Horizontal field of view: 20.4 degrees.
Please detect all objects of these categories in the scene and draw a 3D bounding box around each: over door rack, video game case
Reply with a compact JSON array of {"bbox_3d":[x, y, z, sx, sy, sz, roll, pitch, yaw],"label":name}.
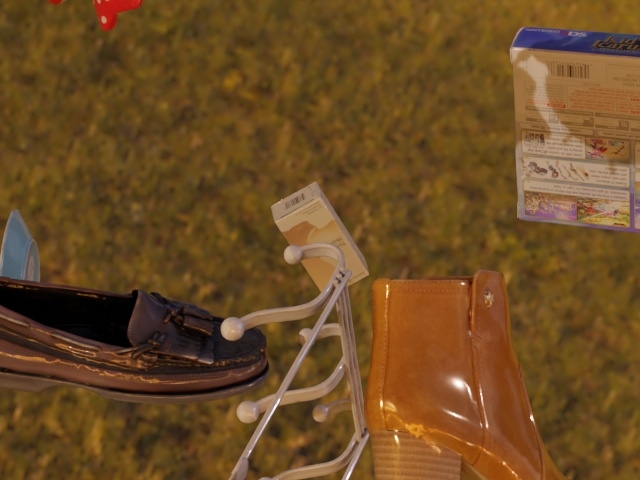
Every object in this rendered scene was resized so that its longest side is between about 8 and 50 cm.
[{"bbox_3d":[-0.034,0.191,1.626,0.108,0.239,0.324,1,42,13],"label":"over door rack"},{"bbox_3d":[0.364,-0.124,2.092,0.270,0.244,0.061,7,37,19],"label":"video game case"}]

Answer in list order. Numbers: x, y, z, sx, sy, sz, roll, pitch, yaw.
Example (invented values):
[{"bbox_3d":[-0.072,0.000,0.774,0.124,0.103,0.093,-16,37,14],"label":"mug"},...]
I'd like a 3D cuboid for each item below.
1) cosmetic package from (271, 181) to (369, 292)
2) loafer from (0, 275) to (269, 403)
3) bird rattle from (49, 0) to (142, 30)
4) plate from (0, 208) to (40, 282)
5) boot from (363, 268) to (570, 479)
[{"bbox_3d":[0.000,0.000,1.939,0.115,0.060,0.041,56,9,-28],"label":"cosmetic package"},{"bbox_3d":[-0.192,0.086,1.638,0.303,0.095,0.109,3,29,-10],"label":"loafer"},{"bbox_3d":[-0.191,-0.314,1.659,0.143,0.253,0.207,-5,-7,1],"label":"bird rattle"},{"bbox_3d":[-0.310,0.061,1.840,0.024,0.188,0.188,3,27,0],"label":"plate"},{"bbox_3d":[0.148,0.132,1.439,0.104,0.211,0.295,-7,-13,43],"label":"boot"}]
